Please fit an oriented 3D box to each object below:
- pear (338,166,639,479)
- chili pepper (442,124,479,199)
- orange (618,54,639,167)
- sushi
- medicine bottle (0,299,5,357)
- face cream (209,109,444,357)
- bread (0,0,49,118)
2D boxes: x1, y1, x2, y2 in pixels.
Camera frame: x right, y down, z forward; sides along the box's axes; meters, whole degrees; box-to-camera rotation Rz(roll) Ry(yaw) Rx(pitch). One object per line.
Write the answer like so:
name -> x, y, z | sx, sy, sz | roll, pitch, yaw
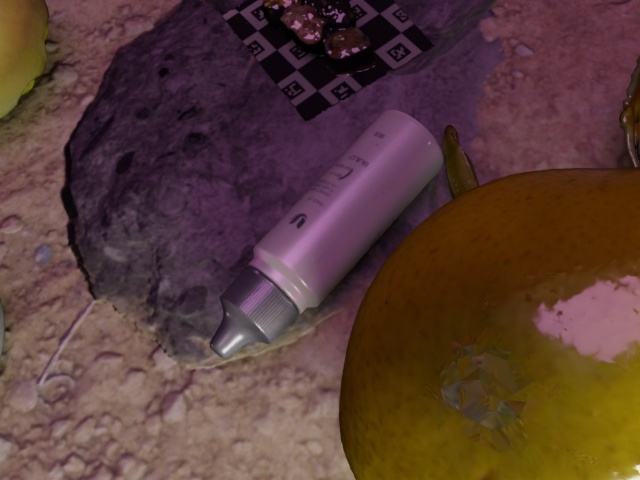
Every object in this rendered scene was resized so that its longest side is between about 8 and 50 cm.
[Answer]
pear -> 0.169, 0.107, 0.587 | 0.386, 0.191, 0.340 | -45, 67, 24
chili pepper -> 0.167, -0.045, 0.838 | 0.049, 0.043, 0.208 | -32, 62, 6
orange -> 0.398, -0.070, 0.702 | 0.196, 0.263, 0.334 | 6, 75, -35
sushi -> 0.004, -0.278, 0.974 | 0.192, 0.050, 0.215 | -32, 64, -8
medicine bottle -> -0.468, 0.060, 0.729 | 0.245, 0.306, 0.244 | -3, 64, 7
face cream -> 0.000, 0.000, 0.813 | 0.092, 0.092, 0.311 | 35, 73, 22
bread -> -0.424, -0.210, 0.956 | 0.261, 0.158, 0.156 | -39, 75, -12
